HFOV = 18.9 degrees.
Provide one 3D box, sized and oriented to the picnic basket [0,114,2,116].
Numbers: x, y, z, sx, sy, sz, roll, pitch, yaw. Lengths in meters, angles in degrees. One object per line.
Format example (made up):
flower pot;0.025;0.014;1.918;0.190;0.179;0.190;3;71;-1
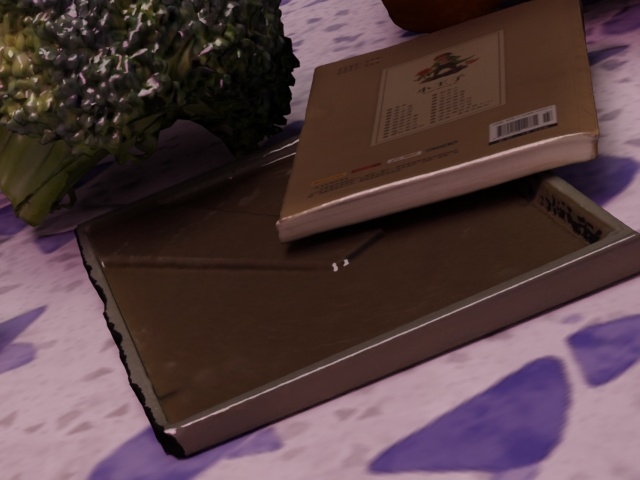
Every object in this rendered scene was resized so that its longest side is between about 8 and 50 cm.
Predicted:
picnic basket;-0.332;-0.168;1.106;0.337;0.293;0.337;5;26;-2

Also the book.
book;0.054;-0.060;0.858;0.138;0.016;0.199;-16;21;12

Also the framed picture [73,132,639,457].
framed picture;0.000;0.001;0.803;0.192;0.018;0.265;-21;21;-6

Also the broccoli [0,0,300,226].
broccoli;-0.108;-0.099;0.947;0.198;0.176;0.226;13;50;-22

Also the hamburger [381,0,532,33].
hamburger;0.103;-0.280;1.006;0.250;0.330;0.330;-17;20;5
